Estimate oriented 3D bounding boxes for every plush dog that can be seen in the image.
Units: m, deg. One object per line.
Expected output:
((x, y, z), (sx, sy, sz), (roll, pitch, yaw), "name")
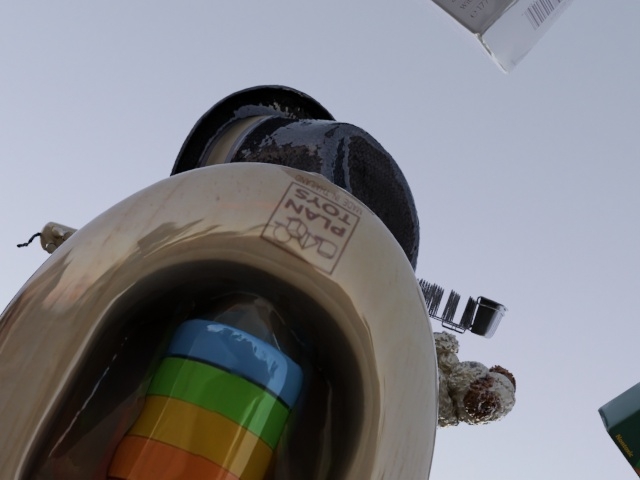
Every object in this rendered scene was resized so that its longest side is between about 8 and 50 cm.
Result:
((0.268, 0.303, 2.149), (0.225, 0.262, 0.210), (2, -79, 24), "plush dog")

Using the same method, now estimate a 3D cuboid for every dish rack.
((0.183, 0.102, 1.909), (0.271, 0.074, 0.208), (20, -3, 13), "dish rack")

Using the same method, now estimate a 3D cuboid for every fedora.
((0.000, 0.000, 1.114), (0.152, 0.334, 0.334), (-5, -59, 46), "fedora")

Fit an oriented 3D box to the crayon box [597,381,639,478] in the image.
((0.613, 0.302, 1.490), (0.313, 0.106, 0.363), (-35, -85, 11), "crayon box")

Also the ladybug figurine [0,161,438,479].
((-0.087, 0.146, 0.743), (0.305, 0.449, 0.162), (29, -27, 0), "ladybug figurine")

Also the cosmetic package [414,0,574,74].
((0.164, -0.424, 1.443), (0.385, 0.156, 0.217), (43, -83, 26), "cosmetic package")

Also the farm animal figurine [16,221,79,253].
((-0.355, 0.086, 2.033), (0.172, 0.327, 0.330), (22, -49, 66), "farm animal figurine")
